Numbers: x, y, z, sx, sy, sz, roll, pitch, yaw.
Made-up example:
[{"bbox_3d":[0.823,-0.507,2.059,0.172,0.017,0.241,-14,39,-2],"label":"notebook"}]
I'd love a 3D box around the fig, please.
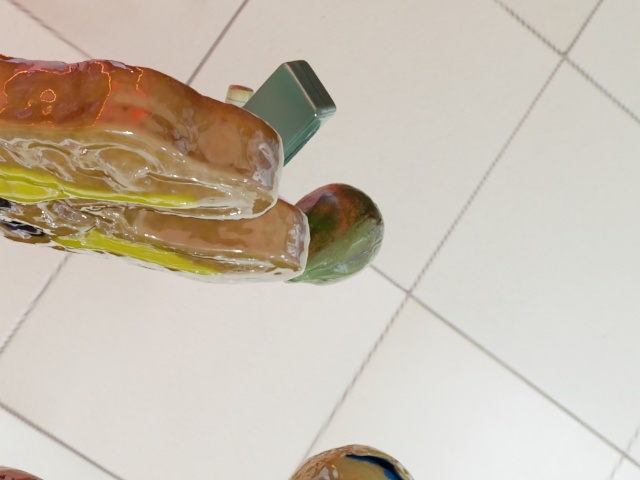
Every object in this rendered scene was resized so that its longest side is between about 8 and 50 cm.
[{"bbox_3d":[0.000,0.000,1.378,0.156,0.123,0.123,-27,100,-47],"label":"fig"}]

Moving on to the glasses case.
[{"bbox_3d":[-0.061,-0.122,1.274,0.039,0.184,0.078,-18,71,-48],"label":"glasses case"}]

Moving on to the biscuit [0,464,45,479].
[{"bbox_3d":[-0.308,0.317,0.911,0.063,0.367,0.314,-12,75,-59],"label":"biscuit"}]

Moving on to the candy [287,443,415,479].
[{"bbox_3d":[0.056,0.269,0.569,0.092,0.093,0.336,-15,81,-19],"label":"candy"}]

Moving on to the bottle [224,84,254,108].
[{"bbox_3d":[-0.136,-0.087,1.569,0.083,0.083,0.270,6,106,-18],"label":"bottle"}]

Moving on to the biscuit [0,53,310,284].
[{"bbox_3d":[-0.153,-0.033,0.439,0.295,0.186,0.044,10,71,11],"label":"biscuit"}]
